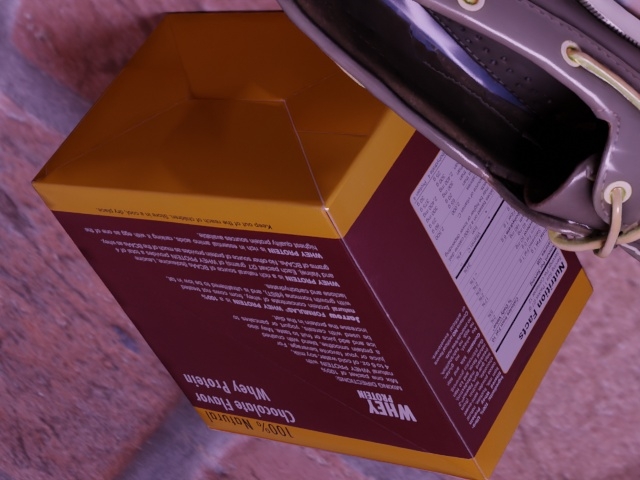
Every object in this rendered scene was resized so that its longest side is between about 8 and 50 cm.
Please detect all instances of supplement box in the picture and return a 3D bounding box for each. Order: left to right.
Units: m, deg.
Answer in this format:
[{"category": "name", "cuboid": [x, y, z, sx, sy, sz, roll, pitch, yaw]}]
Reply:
[{"category": "supplement box", "cuboid": [0.000, 0.000, 0.884, 0.191, 0.129, 0.194, 5, 140, 40]}]

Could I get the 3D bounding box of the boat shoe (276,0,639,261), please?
[{"category": "boat shoe", "cuboid": [0.108, -0.047, 0.746, 0.305, 0.091, 0.109, 40, 150, -11]}]
